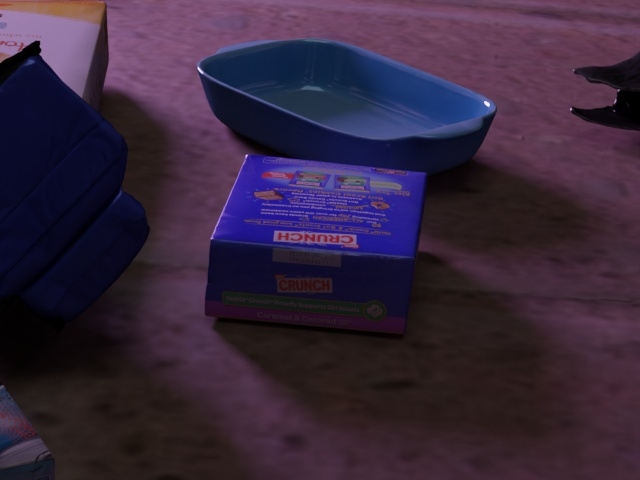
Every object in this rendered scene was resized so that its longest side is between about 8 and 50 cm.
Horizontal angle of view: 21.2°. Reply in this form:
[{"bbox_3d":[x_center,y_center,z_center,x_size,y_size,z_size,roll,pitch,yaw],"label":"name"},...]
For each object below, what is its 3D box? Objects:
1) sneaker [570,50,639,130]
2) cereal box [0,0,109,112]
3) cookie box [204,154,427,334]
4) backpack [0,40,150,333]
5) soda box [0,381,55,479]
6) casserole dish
[{"bbox_3d":[0.229,-0.097,1.030,0.089,0.051,0.170,24,34,30],"label":"sneaker"},{"bbox_3d":[-0.209,-0.079,0.931,0.173,0.047,0.240,0,23,-4],"label":"cereal box"},{"bbox_3d":[0.000,0.000,0.785,0.092,0.040,0.107,6,23,5],"label":"cookie box"},{"bbox_3d":[-0.129,-0.015,0.725,0.098,0.101,0.120,-42,11,-10],"label":"backpack"},{"bbox_3d":[-0.147,0.063,0.590,0.058,0.063,0.183,-10,26,-26],"label":"soda box"},{"bbox_3d":[0.012,-0.072,0.963,0.114,0.037,0.188,-16,31,-39],"label":"casserole dish"}]
